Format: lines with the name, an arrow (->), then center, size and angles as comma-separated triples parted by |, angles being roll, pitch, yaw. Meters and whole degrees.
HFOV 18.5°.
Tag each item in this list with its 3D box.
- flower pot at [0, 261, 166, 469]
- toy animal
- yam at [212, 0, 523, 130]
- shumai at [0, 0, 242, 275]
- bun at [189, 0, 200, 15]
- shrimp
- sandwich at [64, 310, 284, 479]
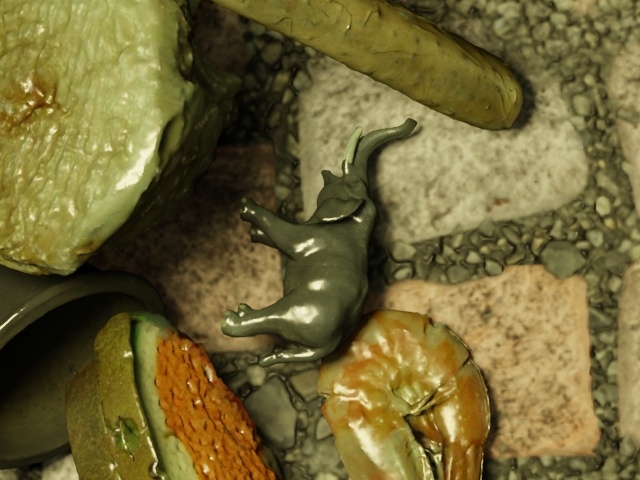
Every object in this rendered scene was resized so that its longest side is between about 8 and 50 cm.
flower pot -> -0.279, 0.081, 1.828 | 0.235, 0.235, 0.148 | -46, 60, 1
toy animal -> -0.008, -0.004, 1.841 | 0.137, 0.082, 0.269 | 12, 72, 16
yam -> 0.038, -0.186, 1.746 | 0.083, 0.371, 0.083 | -25, 56, 42
shumai -> -0.164, -0.100, 1.752 | 0.304, 0.263, 0.309 | 38, 101, 37
bun -> -0.251, -0.296, 1.860 | 0.293, 0.293, 0.187 | -30, 43, 4
shrimp -> 0.095, 0.202, 1.821 | 0.154, 0.062, 0.294 | -18, 80, 0
sandwich -> -0.128, 0.204, 1.780 | 0.109, 0.212, 0.292 | -32, 89, 29
